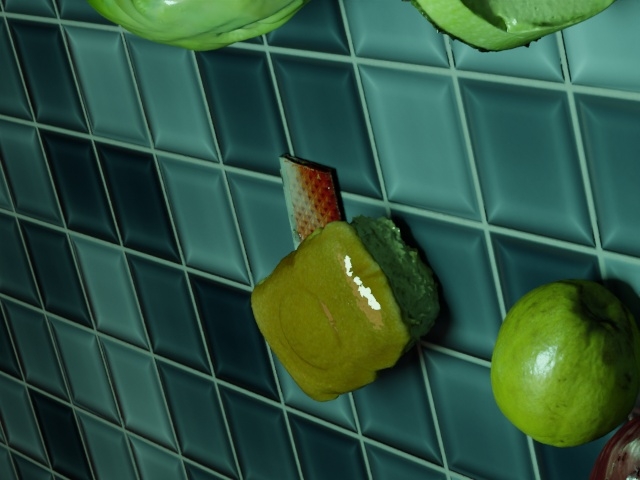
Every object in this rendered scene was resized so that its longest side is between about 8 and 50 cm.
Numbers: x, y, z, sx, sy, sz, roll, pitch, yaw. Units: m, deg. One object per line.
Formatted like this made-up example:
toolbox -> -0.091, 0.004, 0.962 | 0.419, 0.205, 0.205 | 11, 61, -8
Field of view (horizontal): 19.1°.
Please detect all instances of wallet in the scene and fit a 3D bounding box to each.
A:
wallet -> 0.000, 0.000, 2.194 | 0.103, 0.020, 0.196 | 18, 126, 50

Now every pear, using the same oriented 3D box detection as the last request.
pear -> 0.234, 0.115, 1.788 | 0.149, 0.149, 0.162 | 46, 141, 30

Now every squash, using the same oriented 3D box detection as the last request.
squash -> 0.158, -0.264, 1.555 | 0.133, 0.220, 0.220 | 1, 112, 61

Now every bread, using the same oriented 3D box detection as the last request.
bread -> 0.027, 0.073, 2.090 | 0.174, 0.121, 0.245 | 53, 147, 1

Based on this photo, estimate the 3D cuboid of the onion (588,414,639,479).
onion -> 0.352, 0.223, 1.636 | 0.252, 0.219, 0.252 | 27, 172, 4

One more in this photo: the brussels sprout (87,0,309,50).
brussels sprout -> -0.129, -0.340, 1.900 | 0.344, 0.268, 0.344 | 26, 127, 41
